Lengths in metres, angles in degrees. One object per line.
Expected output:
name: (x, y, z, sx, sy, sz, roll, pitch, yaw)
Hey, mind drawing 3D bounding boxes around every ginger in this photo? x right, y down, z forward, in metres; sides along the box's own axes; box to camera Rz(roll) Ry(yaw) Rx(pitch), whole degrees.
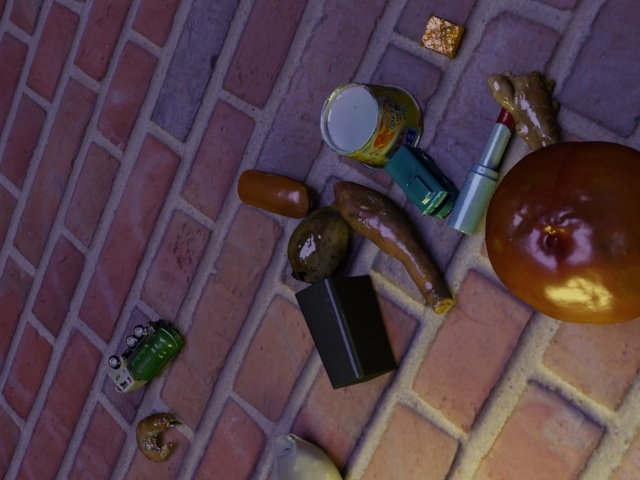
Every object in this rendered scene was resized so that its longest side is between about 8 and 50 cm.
ginger: (0.419, -0.258, 1.592, 0.205, 0.115, 0.081, 57, 140, 1)

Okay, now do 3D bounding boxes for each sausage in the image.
sausage: (-0.110, -0.117, 1.990, 0.238, 0.098, 0.098, 18, 99, 39)

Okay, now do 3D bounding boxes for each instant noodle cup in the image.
instant noodle cup: (0.103, -0.262, 1.793, 0.205, 0.153, 0.205, -4, 84, 38)

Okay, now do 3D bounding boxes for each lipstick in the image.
lipstick: (0.338, -0.146, 1.655, 0.061, 0.068, 0.274, 25, 96, 23)

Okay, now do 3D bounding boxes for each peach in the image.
peach: (0.459, -0.015, 1.403, 0.343, 0.302, 0.342, -4, 84, 39)

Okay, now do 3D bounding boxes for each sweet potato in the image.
sweet potato: (0.164, -0.006, 1.767, 0.385, 0.109, 0.109, 47, 115, 23)

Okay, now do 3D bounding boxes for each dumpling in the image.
dumpling: (-0.033, 0.563, 1.865, 0.250, 0.132, 0.162, 46, 111, 31)

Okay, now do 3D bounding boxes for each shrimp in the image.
shrimp: (-0.449, 0.545, 2.253, 0.187, 0.052, 0.132, -37, 78, 39)

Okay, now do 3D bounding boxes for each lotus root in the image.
lotus root: (0.000, 0.000, 1.881, 0.138, 0.138, 0.214, 24, 91, 36)

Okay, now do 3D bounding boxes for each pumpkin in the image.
pumpkin: (0.261, -0.439, 1.740, 0.083, 0.054, 0.074, 26, 108, 14)

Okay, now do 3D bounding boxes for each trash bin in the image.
trash bin: (0.064, 0.199, 1.792, 0.115, 0.165, 0.225, -30, 72, 33)

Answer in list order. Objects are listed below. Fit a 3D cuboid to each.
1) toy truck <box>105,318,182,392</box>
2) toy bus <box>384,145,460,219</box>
toy truck: (-0.487, 0.320, 2.258, 0.242, 0.101, 0.125, -47, 73, 23)
toy bus: (0.218, -0.124, 1.731, 0.079, 0.092, 0.160, -51, 60, 26)
